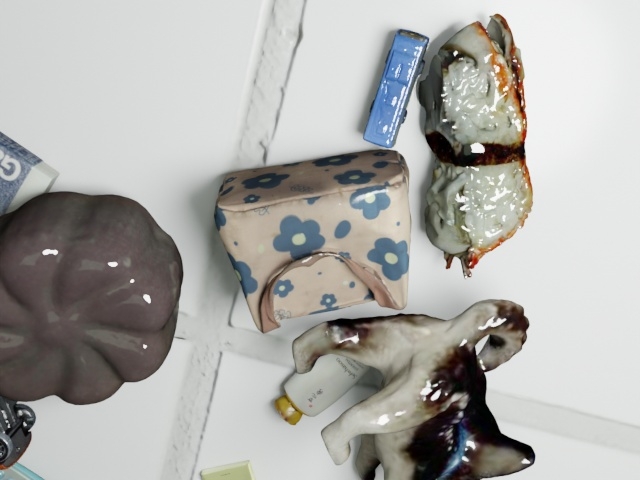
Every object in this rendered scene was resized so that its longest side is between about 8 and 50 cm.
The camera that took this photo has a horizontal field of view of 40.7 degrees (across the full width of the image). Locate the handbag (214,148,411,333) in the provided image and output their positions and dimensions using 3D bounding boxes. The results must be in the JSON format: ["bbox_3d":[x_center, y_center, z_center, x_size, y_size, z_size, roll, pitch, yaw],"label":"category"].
[{"bbox_3d":[0.000,0.000,1.124,0.251,0.190,0.193,-8,112,2],"label":"handbag"}]

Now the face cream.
[{"bbox_3d":[0.012,0.195,1.243,0.182,0.051,0.072,-41,104,13],"label":"face cream"}]

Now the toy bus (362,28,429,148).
[{"bbox_3d":[0.098,-0.196,1.124,0.051,0.061,0.153,18,107,3],"label":"toy bus"}]

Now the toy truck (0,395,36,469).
[{"bbox_3d":[-0.510,0.209,1.239,0.114,0.107,0.253,-15,103,7],"label":"toy truck"}]

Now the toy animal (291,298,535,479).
[{"bbox_3d":[0.162,0.233,1.160,0.302,0.194,0.344,-25,131,3],"label":"toy animal"}]

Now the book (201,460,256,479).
[{"bbox_3d":[-0.131,0.396,1.325,0.077,0.014,0.111,-13,105,6],"label":"book"}]

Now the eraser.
[{"bbox_3d":[-0.472,-0.114,1.177,0.212,0.046,0.092,35,106,-8],"label":"eraser"}]

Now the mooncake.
[{"bbox_3d":[-0.336,0.085,1.156,0.306,0.154,0.306,-1,118,-2],"label":"mooncake"}]

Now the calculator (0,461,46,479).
[{"bbox_3d":[-0.460,0.497,1.348,0.256,0.054,0.386,-43,99,13],"label":"calculator"}]

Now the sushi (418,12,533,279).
[{"bbox_3d":[0.195,-0.117,1.111,0.130,0.124,0.332,-9,104,-6],"label":"sushi"}]
